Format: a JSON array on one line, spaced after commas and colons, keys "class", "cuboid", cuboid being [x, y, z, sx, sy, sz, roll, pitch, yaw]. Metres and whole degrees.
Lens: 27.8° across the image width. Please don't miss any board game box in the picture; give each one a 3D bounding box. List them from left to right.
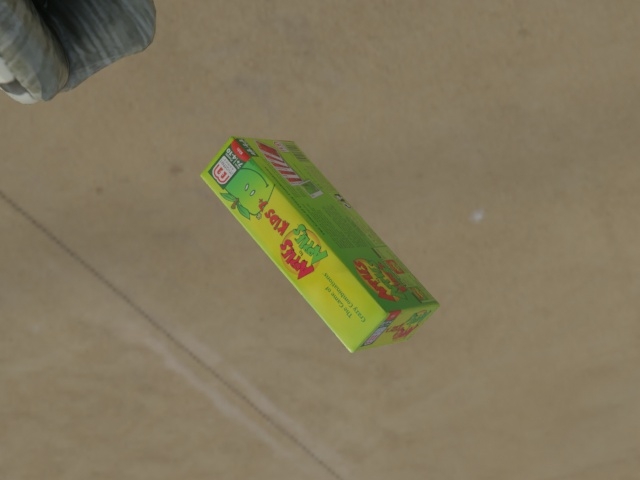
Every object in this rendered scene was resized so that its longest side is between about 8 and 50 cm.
[{"class": "board game box", "cuboid": [0.000, 0.000, 0.971, 0.043, 0.181, 0.092, -49, 159, 22]}]

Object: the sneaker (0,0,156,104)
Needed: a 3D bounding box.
[{"class": "sneaker", "cuboid": [-0.017, -0.162, 0.210, 0.158, 0.182, 0.410, -37, 177, -35]}]
